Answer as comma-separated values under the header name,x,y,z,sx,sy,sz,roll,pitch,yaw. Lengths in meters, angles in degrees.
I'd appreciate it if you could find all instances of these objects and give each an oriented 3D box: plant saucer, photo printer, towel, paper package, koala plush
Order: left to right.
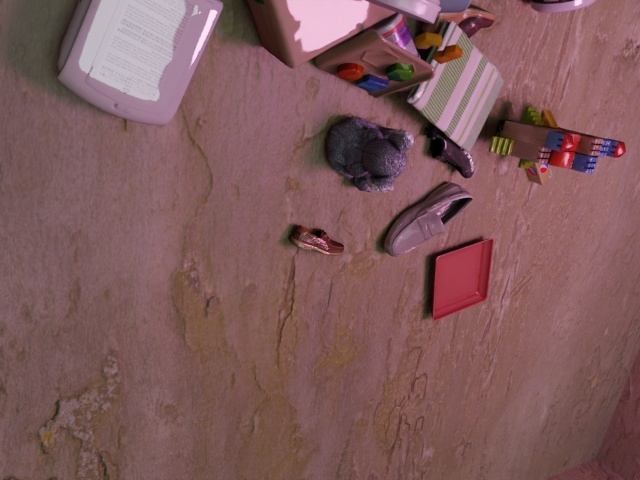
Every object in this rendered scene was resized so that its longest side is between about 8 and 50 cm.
name,x,y,z,sx,sy,sz,roll,pitch,yaw
photo printer,-0.369,-0.400,1.157,0.256,0.107,0.308,19,101,-37
paper package,-0.019,-0.592,1.227,0.309,0.168,0.325,-34,136,-15
koala plush,0.142,-0.219,1.500,0.203,0.221,0.196,23,99,-38
towel,0.382,-0.417,1.581,0.324,0.038,0.248,22,94,-46
plant saucer,0.485,0.128,1.999,0.259,0.047,0.259,-16,120,-25

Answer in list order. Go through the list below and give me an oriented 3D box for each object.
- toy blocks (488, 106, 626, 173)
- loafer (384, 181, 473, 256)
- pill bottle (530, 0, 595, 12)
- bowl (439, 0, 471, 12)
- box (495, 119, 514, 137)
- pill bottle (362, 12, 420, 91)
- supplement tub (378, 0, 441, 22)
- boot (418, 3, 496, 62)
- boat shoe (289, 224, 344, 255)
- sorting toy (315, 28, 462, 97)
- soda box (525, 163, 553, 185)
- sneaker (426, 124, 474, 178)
name,x,y,z,sx,sy,sz,roll,pitch,yaw
toy blocks,0.731,-0.279,1.718,0.381,0.260,0.191,-5,114,-40
loafer,0.334,-0.060,1.769,0.319,0.111,0.112,-42,128,-9
pill bottle,0.671,-0.822,1.573,0.187,0.188,0.334,-28,124,-19
bowl,0.217,-0.659,1.321,0.163,0.312,0.312,-20,124,1
box,0.610,-0.347,1.827,0.052,0.083,0.062,-7,116,-31
pill bottle,0.193,-0.487,1.477,0.108,0.108,0.193,-42,128,-9
supplement tub,0.183,-0.610,1.079,0.240,0.241,0.332,5,116,-34
boot,0.366,-0.549,1.595,0.248,0.090,0.207,-11,131,-32
boat shoe,0.000,0.000,1.614,0.177,0.064,0.060,14,106,-34
sorting toy,0.166,-0.423,1.369,0.229,0.307,0.041,17,74,-41
soda box,0.735,-0.277,1.955,0.058,0.061,0.181,-42,128,-8
sneaker,0.386,-0.266,1.731,0.106,0.078,0.234,-40,124,-7
